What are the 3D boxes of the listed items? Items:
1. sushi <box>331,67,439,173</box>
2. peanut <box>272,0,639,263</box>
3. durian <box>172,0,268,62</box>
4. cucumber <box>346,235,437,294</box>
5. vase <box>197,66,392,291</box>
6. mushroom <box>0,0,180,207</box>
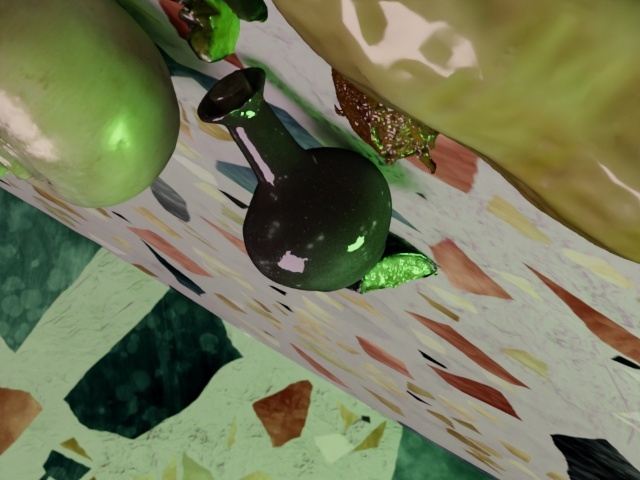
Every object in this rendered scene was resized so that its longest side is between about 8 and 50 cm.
[{"bbox_3d":[0.042,-0.084,0.999,0.060,0.061,0.118,39,177,45],"label":"sushi"},{"bbox_3d":[0.109,-0.074,0.632,0.305,0.147,0.147,35,170,-15],"label":"peanut"},{"bbox_3d":[-0.122,-0.212,0.712,0.375,0.106,0.132,48,-163,27],"label":"durian"},{"bbox_3d":[0.000,0.000,1.553,0.220,0.070,0.046,22,136,39],"label":"cucumber"},{"bbox_3d":[-0.023,-0.048,1.271,0.120,0.120,0.183,18,148,54],"label":"vase"},{"bbox_3d":[-0.235,-0.115,1.315,0.246,0.202,0.246,40,166,12],"label":"mushroom"}]
